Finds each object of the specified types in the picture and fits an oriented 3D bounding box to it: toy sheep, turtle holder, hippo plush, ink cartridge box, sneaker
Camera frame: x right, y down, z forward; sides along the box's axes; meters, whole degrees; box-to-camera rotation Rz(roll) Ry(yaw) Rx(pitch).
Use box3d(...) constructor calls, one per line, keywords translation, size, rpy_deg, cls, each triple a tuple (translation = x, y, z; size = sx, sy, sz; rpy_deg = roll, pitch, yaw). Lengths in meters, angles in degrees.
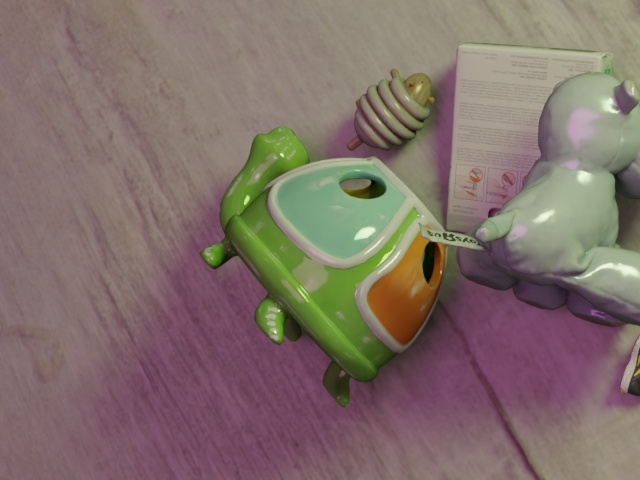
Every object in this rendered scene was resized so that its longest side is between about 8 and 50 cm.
box3d(translation=(0.083, -0.154, 1.687), size=(0.132, 0.091, 0.091), rpy_deg=(-44, 66, 20), cls="toy sheep")
box3d(translation=(0.013, 0.014, 1.643), size=(0.227, 0.243, 0.320), rpy_deg=(-43, 25, 1), cls="turtle holder")
box3d(translation=(0.259, -0.059, 1.494), size=(0.234, 0.294, 0.236), rpy_deg=(3, 71, 64), cls="hippo plush")
box3d(translation=(0.243, -0.114, 1.626), size=(0.181, 0.056, 0.224), rpy_deg=(9, 106, 29), cls="ink cartridge box")
box3d(translation=(0.359, 0.134, 1.533), size=(0.035, 0.031, 0.083), rpy_deg=(21, 98, 15), cls="sneaker")
